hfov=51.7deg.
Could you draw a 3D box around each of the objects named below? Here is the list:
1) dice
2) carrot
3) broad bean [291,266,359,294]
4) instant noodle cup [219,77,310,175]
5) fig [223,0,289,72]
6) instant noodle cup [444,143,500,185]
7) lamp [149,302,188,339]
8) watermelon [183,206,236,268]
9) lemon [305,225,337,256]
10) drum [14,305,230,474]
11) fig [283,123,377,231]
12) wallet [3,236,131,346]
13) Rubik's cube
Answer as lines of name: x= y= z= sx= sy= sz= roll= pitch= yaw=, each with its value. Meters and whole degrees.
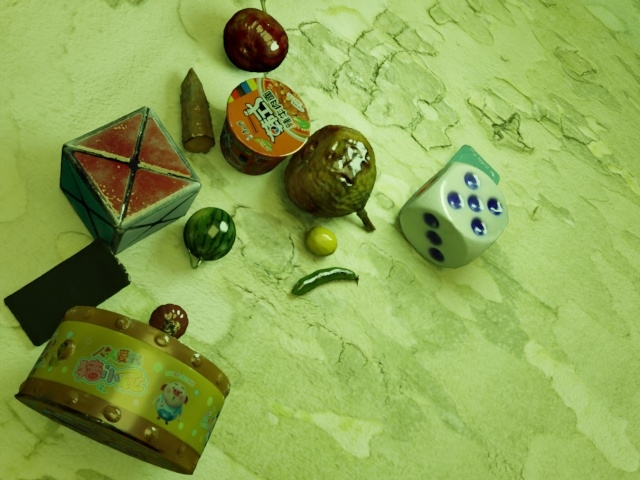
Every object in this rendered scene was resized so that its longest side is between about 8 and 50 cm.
dice: x=0.411 y=-0.077 z=2.045 sx=0.251 sy=0.259 sz=0.243 roll=47 pitch=62 yaw=-2
carrot: x=-0.365 y=-0.387 z=1.919 sx=0.101 sy=0.102 sz=0.263 roll=-2 pitch=71 yaw=-24
broad bean: x=0.016 y=0.114 z=1.932 sx=0.226 sy=0.039 sz=0.069 roll=-7 pitch=80 yaw=-26
instant noodle cup: x=-0.175 y=-0.317 z=1.917 sx=0.250 sy=0.192 sz=0.251 roll=8 pitch=70 yaw=-21
fig: x=-0.186 y=-0.624 z=2.052 sx=0.203 sy=0.186 sz=0.249 roll=26 pitch=30 yaw=2
instant noodle cup: x=0.501 y=-0.216 z=2.240 sx=0.179 sy=0.070 sz=0.157 roll=46 pitch=62 yaw=-3
lamp: x=-0.389 y=0.211 z=1.696 sx=0.101 sy=0.090 sz=0.101 roll=-4 pitch=110 yaw=-12
watermelon: x=-0.306 y=-0.001 z=1.781 sx=0.140 sy=0.140 sz=0.187 roll=27 pitch=66 yaw=-12
lemon: x=0.000 y=0.000 z=1.942 sx=0.110 sy=0.082 sz=0.082 roll=36 pitch=62 yaw=-10
drum: x=-0.422 y=0.337 z=1.455 sx=0.431 sy=0.431 sz=0.214 roll=28 pitch=63 yaw=-12
fig: x=0.075 y=-0.159 z=1.968 sx=0.369 sy=0.286 sz=0.286 roll=45 pitch=56 yaw=-38
wallet: x=-0.611 y=0.123 z=1.610 sx=0.285 sy=0.030 sz=0.146 roll=-35 pitch=83 yaw=-5
Rubik's cube: x=-0.490 y=-0.141 z=1.686 sx=0.254 sy=0.260 sz=0.259 roll=-32 pitch=84 yaw=-27
